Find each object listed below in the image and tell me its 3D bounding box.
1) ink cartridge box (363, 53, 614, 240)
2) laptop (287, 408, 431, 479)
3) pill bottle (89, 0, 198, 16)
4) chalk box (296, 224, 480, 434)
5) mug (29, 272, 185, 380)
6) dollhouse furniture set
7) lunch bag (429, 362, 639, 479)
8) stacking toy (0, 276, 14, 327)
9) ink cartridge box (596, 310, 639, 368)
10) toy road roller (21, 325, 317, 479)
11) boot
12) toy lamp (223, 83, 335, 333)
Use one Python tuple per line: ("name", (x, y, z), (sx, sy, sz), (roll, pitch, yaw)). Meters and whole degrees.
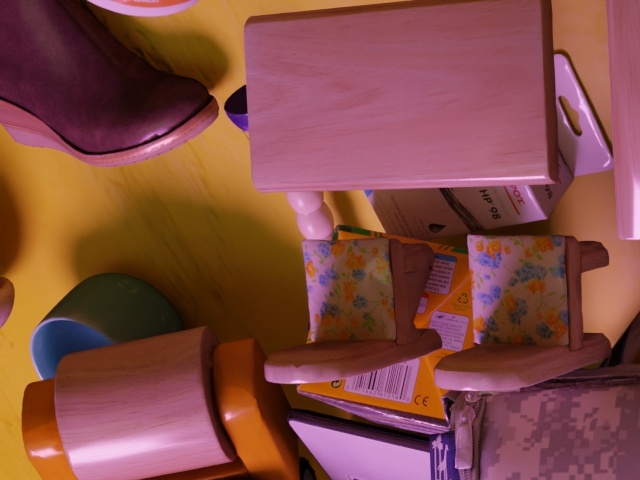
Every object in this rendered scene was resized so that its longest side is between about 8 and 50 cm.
("ink cartridge box", (0.113, -0.065, 1.253), (0.180, 0.060, 0.104), (-11, 117, 40))
("laptop", (0.163, 0.366, 1.429), (0.381, 0.236, 0.408), (10, 152, 28))
("pill bottle", (-0.116, -0.275, 1.196), (0.121, 0.121, 0.216), (30, 136, 11))
("chalk box", (0.093, 0.083, 1.309), (0.132, 0.132, 0.213), (10, 172, 25))
("mug", (-0.195, 0.100, 1.572), (0.129, 0.097, 0.157), (47, 137, -8))
("dollhouse furniture set", (0.101, -0.091, 1.001), (0.394, 0.256, 0.362), (-1, 94, 33))
("lunch bag", (0.245, 0.195, 1.124), (0.305, 0.212, 0.256), (-7, 103, 26))
("stacking toy", (-0.500, -0.095, 1.540), (0.350, 0.350, 0.480), (-7, 101, 38))
("ink cartridge box", (0.367, 0.113, 1.182), (0.307, 0.072, 0.304), (27, 137, 2))
("toy road roller", (-0.114, 0.256, 1.453), (0.202, 0.241, 0.330), (-12, 136, 9))
("boot", (-0.212, -0.167, 1.371), (0.248, 0.090, 0.207), (3, 128, 37))
("toy lamp", (0.000, 0.000, 1.372), (0.080, 0.080, 0.275), (-3, 122, 36))
